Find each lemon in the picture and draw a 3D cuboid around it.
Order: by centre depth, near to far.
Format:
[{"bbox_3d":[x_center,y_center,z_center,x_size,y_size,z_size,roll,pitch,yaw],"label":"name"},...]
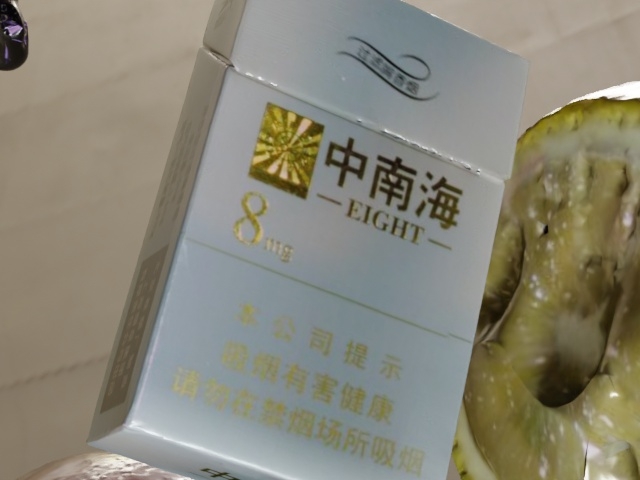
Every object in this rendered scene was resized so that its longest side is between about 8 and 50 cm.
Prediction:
[{"bbox_3d":[0.275,0.068,0.974,0.364,0.364,0.364,-23,-152,13],"label":"lemon"}]

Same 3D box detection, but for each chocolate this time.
[{"bbox_3d":[-0.317,-0.244,1.567,0.070,0.147,0.072,-22,-174,-7],"label":"chocolate"}]

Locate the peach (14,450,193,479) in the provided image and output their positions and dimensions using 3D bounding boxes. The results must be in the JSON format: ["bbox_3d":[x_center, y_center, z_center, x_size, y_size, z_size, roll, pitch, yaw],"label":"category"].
[{"bbox_3d":[-0.100,0.226,0.757,0.274,0.245,0.249,42,-79,31],"label":"peach"}]

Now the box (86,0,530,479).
[{"bbox_3d":[0.000,0.000,0.735,0.067,0.155,0.243,-27,-134,60],"label":"box"}]
